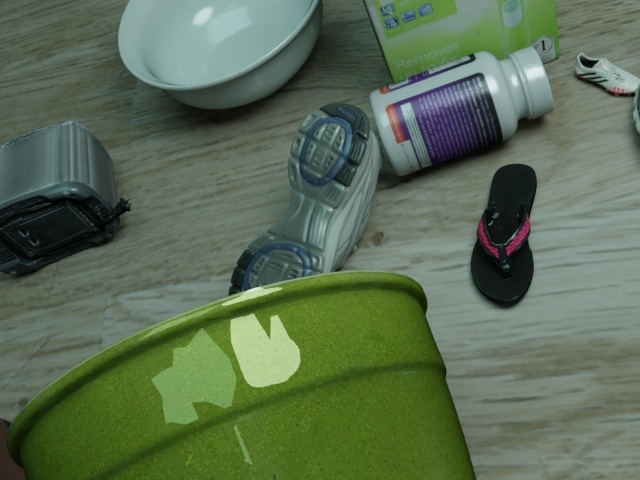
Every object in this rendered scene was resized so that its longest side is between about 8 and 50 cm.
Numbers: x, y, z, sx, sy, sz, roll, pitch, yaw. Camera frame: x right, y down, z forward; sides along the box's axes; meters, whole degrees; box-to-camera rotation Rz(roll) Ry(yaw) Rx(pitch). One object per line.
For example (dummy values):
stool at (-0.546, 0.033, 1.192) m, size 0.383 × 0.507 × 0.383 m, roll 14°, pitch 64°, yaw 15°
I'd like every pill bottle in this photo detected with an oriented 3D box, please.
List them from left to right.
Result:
pill bottle at (0.163, -0.155, 0.899) m, size 0.194 × 0.108 × 0.108 m, roll -19°, pitch 56°, yaw 10°

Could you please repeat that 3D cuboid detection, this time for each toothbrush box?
toothbrush box at (0.148, -0.304, 0.889) m, size 0.206 × 0.283 × 0.122 m, roll -20°, pitch 55°, yaw 8°

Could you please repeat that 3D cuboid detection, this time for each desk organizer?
desk organizer at (-0.344, 0.269, 0.878) m, size 0.050 × 0.047 × 0.130 m, roll -44°, pitch 55°, yaw -5°

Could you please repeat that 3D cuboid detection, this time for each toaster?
toaster at (-0.365, -0.064, 1.038) m, size 0.227 × 0.129 × 0.146 m, roll -22°, pitch 53°, yaw 9°

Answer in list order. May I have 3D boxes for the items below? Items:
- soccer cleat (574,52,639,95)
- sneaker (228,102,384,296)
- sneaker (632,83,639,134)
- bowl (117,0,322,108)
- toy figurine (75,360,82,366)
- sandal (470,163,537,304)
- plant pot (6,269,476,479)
soccer cleat at (0.335, -0.195, 0.902) m, size 0.083 × 0.035 × 0.029 m, roll 32°, pitch 76°, yaw 33°
sneaker at (0.000, 0.000, 0.874) m, size 0.111 × 0.129 × 0.297 m, roll 27°, pitch 92°, yaw 30°
sneaker at (0.408, -0.208, 0.831) m, size 0.107 × 0.110 × 0.275 m, roll 13°, pitch 67°, yaw 19°
bowl at (-0.117, -0.286, 1.071) m, size 0.298 × 0.134 × 0.297 m, roll -9°, pitch 58°, yaw 16°
toy figurine at (-0.206, 0.174, 0.855) m, size 0.173 × 0.130 × 0.159 m, roll -33°, pitch 41°, yaw -27°
sandal at (0.200, -0.015, 0.842) m, size 0.067 × 0.040 × 0.179 m, roll 2°, pitch 61°, yaw 22°
plant pot at (-0.014, 0.266, 0.595) m, size 0.367 × 0.366 × 0.353 m, roll -26°, pitch 66°, yaw 5°
